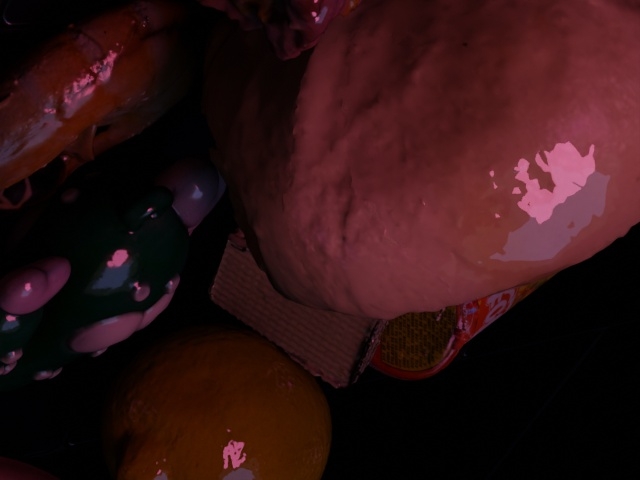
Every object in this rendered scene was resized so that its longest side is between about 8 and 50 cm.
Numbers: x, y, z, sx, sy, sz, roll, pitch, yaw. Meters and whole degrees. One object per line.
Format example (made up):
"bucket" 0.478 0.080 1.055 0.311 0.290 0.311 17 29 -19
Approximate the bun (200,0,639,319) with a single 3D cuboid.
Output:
"bun" 0.076 -0.119 1.118 0.364 0.364 0.202 -30 118 -11

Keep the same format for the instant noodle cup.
"instant noodle cup" 0.123 -0.008 1.488 0.212 0.193 0.193 -25 152 -36

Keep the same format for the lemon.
"lemon" -0.081 0.159 1.502 0.184 0.184 0.248 -51 160 27

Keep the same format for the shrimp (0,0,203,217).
"shrimp" -0.195 -0.062 1.167 0.287 0.063 0.152 -34 166 -3

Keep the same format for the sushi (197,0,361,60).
"sushi" 0.001 -0.236 0.929 0.171 0.236 0.270 -31 150 -27

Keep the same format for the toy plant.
"toy plant" -0.166 0.023 1.245 0.232 0.112 0.243 -37 177 -22

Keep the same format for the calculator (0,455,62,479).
"calculator" -0.340 0.261 1.514 0.220 0.048 0.329 -40 150 12

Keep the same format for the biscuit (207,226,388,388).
"biscuit" 0.000 0.000 1.390 0.046 0.147 0.250 -48 165 -41
